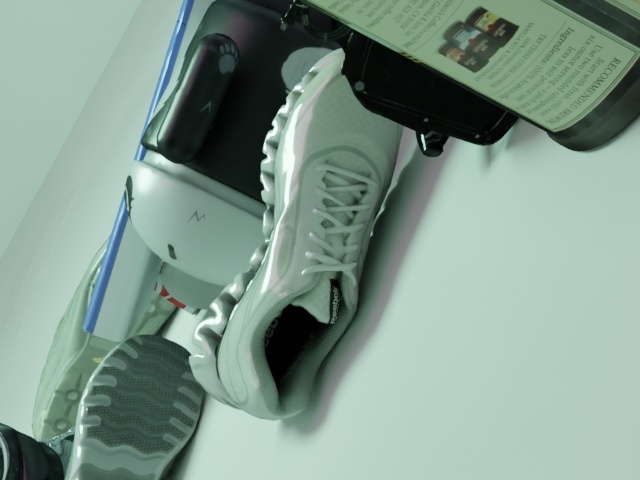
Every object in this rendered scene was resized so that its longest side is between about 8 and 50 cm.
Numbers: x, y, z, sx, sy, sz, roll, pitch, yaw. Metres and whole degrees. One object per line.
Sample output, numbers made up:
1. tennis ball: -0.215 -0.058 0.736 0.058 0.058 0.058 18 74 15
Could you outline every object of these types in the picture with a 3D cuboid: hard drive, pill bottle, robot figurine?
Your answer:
1. hard drive: -0.144 -0.077 1.856 0.210 0.040 0.319 -75 2 -82
2. pill bottle: -0.102 -0.007 1.909 0.078 0.078 0.137 -51 18 42
3. robot figurine: -0.055 -0.098 1.690 0.278 0.209 0.173 -64 26 -2

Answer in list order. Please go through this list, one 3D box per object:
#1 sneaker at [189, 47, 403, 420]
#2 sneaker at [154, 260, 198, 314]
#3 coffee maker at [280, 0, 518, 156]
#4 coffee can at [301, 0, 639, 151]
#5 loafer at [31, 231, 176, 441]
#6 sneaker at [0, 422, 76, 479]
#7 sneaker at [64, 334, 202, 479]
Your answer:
1. sneaker: 0.000 0.000 1.488 0.292 0.110 0.118 -71 21 4
2. sneaker: -0.129 0.013 1.993 0.118 0.067 0.042 -59 12 19
3. coffee maker: 0.060 -0.160 1.382 0.120 0.171 0.178 -46 19 11
4. coffee can: 0.081 -0.203 1.162 0.201 0.275 0.201 -57 15 24
5. loafer: -0.229 0.083 2.149 0.319 0.112 0.111 -61 22 14
6. sneaker: -0.258 0.208 1.931 0.101 0.153 0.268 -56 15 26
7. sneaker: -0.191 0.209 1.781 0.115 0.105 0.281 -52 15 55
